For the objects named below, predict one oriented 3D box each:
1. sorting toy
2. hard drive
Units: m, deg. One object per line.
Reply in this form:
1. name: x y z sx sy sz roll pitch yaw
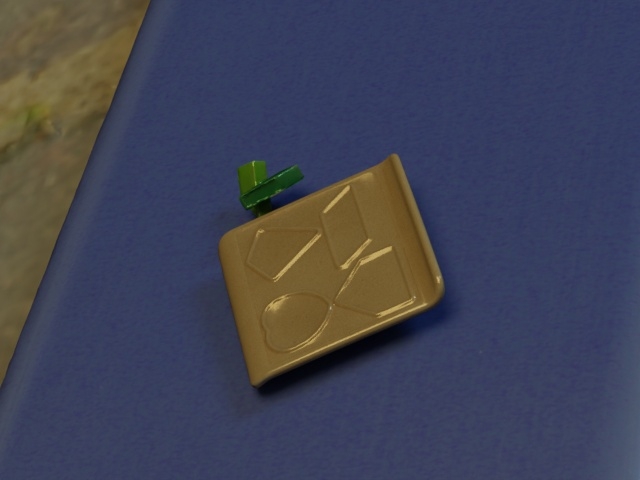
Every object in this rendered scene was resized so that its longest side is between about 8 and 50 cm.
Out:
1. sorting toy: 0.000 0.000 0.552 0.062 0.012 0.083 -27 46 11
2. hard drive: 0.019 -0.018 0.599 0.210 0.040 0.319 -5 49 25
